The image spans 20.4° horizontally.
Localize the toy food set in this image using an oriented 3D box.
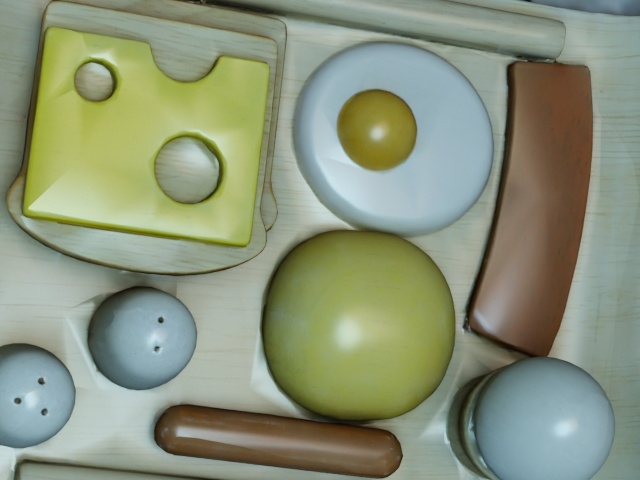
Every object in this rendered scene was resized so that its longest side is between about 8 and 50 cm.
[{"bbox_3d":[0.000,0.000,0.619,0.306,0.092,0.219,8,83,-15],"label":"toy food set"}]
